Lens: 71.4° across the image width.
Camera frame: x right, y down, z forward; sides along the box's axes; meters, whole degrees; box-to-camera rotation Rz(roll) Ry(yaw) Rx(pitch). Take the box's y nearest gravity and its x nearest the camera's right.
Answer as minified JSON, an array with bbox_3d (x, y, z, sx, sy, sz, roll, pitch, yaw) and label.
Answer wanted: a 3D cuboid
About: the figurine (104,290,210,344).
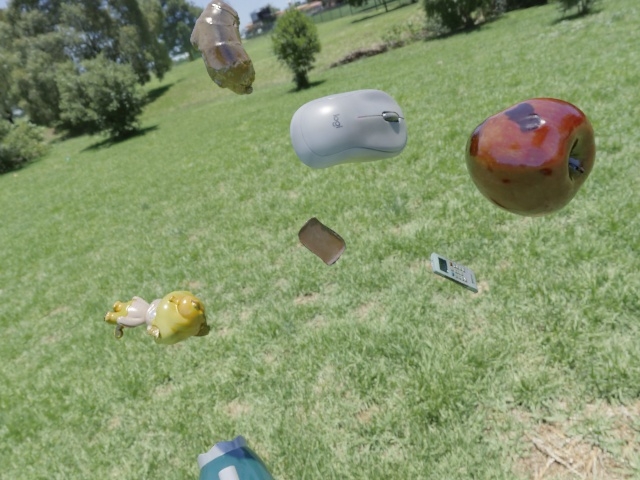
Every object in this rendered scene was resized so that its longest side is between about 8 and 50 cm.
[{"bbox_3d":[-0.382,0.183,1.060,0.246,0.131,0.156,3,37,12],"label":"figurine"}]

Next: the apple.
[{"bbox_3d":[0.397,-0.165,0.866,0.229,0.230,0.230,-15,21,6],"label":"apple"}]

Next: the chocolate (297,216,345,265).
[{"bbox_3d":[0.000,0.000,0.905,0.065,0.100,0.031,-54,14,0],"label":"chocolate"}]

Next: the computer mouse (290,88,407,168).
[{"bbox_3d":[0.075,-0.275,1.070,0.296,0.184,0.121,-9,-10,-8],"label":"computer mouse"}]

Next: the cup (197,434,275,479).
[{"bbox_3d":[-0.175,0.510,0.918,0.167,0.300,0.173,-19,57,-19],"label":"cup"}]

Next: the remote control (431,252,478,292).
[{"bbox_3d":[0.355,0.090,1.176,0.029,0.166,0.065,-42,35,43],"label":"remote control"}]

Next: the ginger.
[{"bbox_3d":[-0.172,-0.346,0.791,0.095,0.190,0.069,-16,-9,-36],"label":"ginger"}]
